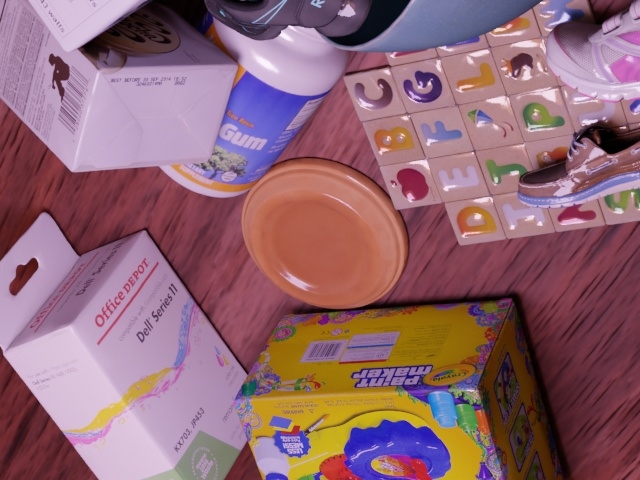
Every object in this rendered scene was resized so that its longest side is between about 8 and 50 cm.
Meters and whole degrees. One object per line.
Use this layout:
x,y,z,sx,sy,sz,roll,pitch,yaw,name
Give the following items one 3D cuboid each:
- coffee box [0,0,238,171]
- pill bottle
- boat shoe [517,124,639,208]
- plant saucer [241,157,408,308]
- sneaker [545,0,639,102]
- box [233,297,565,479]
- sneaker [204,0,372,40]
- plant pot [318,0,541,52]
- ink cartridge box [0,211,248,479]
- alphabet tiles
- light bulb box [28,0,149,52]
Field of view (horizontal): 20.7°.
-0.243,-0.196,1.769,0.297,0.168,0.119,43,125,38,coffee box
-0.065,-0.181,1.810,0.152,0.152,0.272,36,130,-4,pill bottle
0.283,-0.083,1.781,0.183,0.066,0.066,-13,113,19,boat shoe
0.000,0.000,1.985,0.200,0.037,0.200,11,126,15,plant saucer
0.324,-0.195,1.643,0.252,0.103,0.111,8,120,36,sneaker
0.098,0.235,1.993,0.290,0.177,0.279,-6,120,25,box
-0.054,-0.240,1.595,0.106,0.101,0.267,9,180,-29,sneaker
0.129,-0.304,1.594,0.195,0.290,0.290,6,136,-27,plant pot
-0.232,0.136,2.068,0.119,0.207,0.353,-20,114,34,ink cartridge box
0.204,-0.128,1.826,0.342,0.011,0.285,-8,120,27,alphabet tiles
-0.167,-0.413,1.507,0.361,0.225,0.358,-26,103,49,light bulb box
